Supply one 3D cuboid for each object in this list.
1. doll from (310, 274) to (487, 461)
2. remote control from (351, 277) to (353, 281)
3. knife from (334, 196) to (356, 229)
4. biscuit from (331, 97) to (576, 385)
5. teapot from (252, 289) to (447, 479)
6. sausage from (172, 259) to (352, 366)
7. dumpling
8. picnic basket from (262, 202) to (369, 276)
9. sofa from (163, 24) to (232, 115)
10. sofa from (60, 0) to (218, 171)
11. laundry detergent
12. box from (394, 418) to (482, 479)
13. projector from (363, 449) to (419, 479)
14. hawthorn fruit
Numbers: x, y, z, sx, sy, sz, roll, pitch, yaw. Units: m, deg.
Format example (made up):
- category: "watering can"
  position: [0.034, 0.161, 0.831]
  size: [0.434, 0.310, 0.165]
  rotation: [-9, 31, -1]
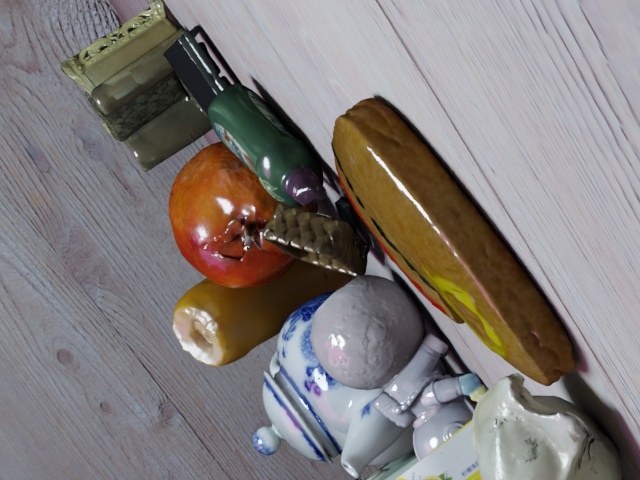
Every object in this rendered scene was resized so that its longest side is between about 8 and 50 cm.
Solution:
- category: "doll"
  position: [0.111, 0.177, 1.487]
  size: [0.287, 0.151, 0.151]
  rotation: [50, 175, 11]
- category: "remote control"
  position: [-0.011, 0.019, 2.004]
  size: [0.230, 0.049, 0.090]
  rotation: [55, -152, 1]
- category: "knife"
  position: [0.035, -0.020, 1.560]
  size: [0.028, 0.015, 0.210]
  rotation: [60, 176, 17]
- category: "biscuit"
  position: [0.093, 0.012, 0.987]
  size: [0.262, 0.052, 0.277]
  rotation: [54, 175, 5]
- category: "teapot"
  position: [0.024, 0.209, 1.689]
  size: [0.252, 0.280, 0.424]
  rotation: [57, 175, -22]
- category: "sausage"
  position: [-0.071, 0.071, 1.831]
  size: [0.134, 0.354, 0.116]
  rotation: [33, 129, 23]
- category: "dumpling"
  position: [0.177, 0.174, 0.976]
  size: [0.136, 0.118, 0.199]
  rotation: [48, 159, 35]
- category: "picnic basket"
  position: [0.000, 0.000, 1.484]
  size: [0.110, 0.055, 0.193]
  rotation: [17, 177, 13]
- category: "sofa"
  position: [-0.146, -0.228, 1.694]
  size: [0.147, 0.060, 0.085]
  rotation: [54, 158, -6]
- category: "sofa"
  position: [-0.264, -0.226, 1.947]
  size: [0.182, 0.200, 0.258]
  rotation: [55, 174, 23]
- category: "laundry detergent"
  position: [-0.050, -0.099, 1.487]
  size: [0.222, 0.078, 0.144]
  rotation: [46, 177, 43]
- category: "box"
  position: [0.210, 0.313, 1.318]
  size: [0.097, 0.168, 0.265]
  rotation: [45, 172, 51]
- category: "projector"
  position: [0.163, 0.369, 1.707]
  size: [0.163, 0.242, 0.177]
  rotation: [56, 177, 5]
- category: "hawthorn fruit"
  position: [-0.104, -0.032, 1.650]
  size: [0.211, 0.211, 0.299]
  rotation: [55, -178, -11]
